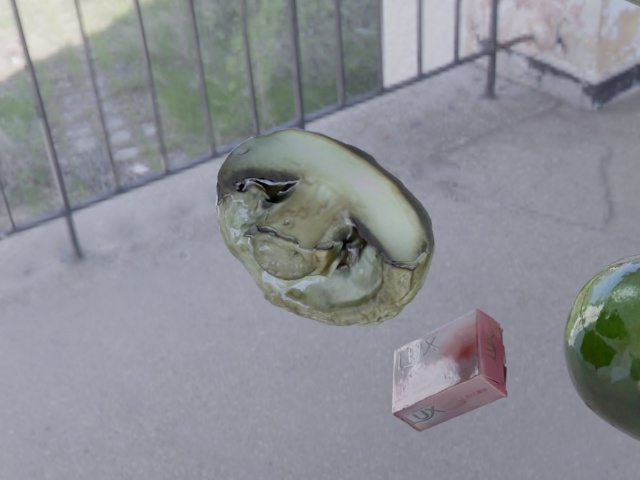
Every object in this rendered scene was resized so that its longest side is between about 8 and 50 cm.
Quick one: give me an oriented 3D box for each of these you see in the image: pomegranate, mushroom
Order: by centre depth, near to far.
[{"bbox_3d":[-0.001,-0.006,1.204,0.267,0.164,0.189,16,46,-1],"label":"mushroom"},{"bbox_3d":[0.456,0.093,1.243,0.310,0.358,0.216,-2,-5,30],"label":"pomegranate"}]

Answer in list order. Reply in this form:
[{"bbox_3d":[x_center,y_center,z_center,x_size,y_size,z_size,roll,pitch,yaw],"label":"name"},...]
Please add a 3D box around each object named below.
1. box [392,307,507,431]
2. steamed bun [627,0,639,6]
[{"bbox_3d":[0.163,0.166,1.262,0.156,0.060,0.111,-31,34,32],"label":"box"},{"bbox_3d":[0.217,-0.252,0.456,0.274,0.272,0.290,19,36,2],"label":"steamed bun"}]
